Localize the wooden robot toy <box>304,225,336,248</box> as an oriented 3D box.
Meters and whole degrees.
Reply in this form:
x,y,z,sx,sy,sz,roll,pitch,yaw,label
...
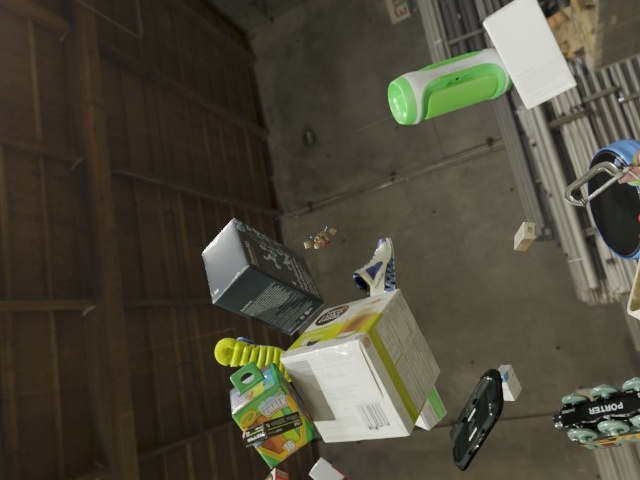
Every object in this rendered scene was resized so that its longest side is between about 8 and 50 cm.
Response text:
x,y,z,sx,sy,sz,roll,pitch,yaw,label
0.000,0.000,2.334,0.076,0.173,0.079,54,163,8,wooden robot toy

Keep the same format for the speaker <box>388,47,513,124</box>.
x,y,z,sx,sy,sz,roll,pitch,yaw,label
0.326,-0.386,1.209,0.131,0.296,0.131,160,90,-81,speaker

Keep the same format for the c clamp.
x,y,z,sx,sy,sz,roll,pitch,yaw,label
0.697,-0.139,1.215,0.022,0.160,0.137,35,-149,-25,c clamp

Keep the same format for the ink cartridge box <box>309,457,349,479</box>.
x,y,z,sx,sy,sz,roll,pitch,yaw,label
0.058,0.866,1.704,0.072,0.127,0.175,-47,-54,-25,ink cartridge box

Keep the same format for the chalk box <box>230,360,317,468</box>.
x,y,z,sx,sy,sz,roll,pitch,yaw,label
-0.171,0.526,1.540,0.289,0.180,0.179,57,174,-14,chalk box

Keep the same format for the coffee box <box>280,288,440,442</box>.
x,y,z,sx,sy,sz,roll,pitch,yaw,label
0.140,0.410,1.602,0.334,0.337,0.338,-39,-76,-52,coffee box

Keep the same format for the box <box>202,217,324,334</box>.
x,y,z,sx,sy,sz,roll,pitch,yaw,label
-0.225,0.145,1.879,0.395,0.212,0.293,31,-159,-38,box

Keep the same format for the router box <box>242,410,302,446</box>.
x,y,z,sx,sy,sz,roll,pitch,yaw,label
-0.119,0.468,1.200,0.122,0.092,0.038,2,-120,-48,router box

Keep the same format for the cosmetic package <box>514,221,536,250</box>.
x,y,z,sx,sy,sz,roll,pitch,yaw,label
0.717,-0.012,1.694,0.115,0.041,0.060,78,-159,-65,cosmetic package

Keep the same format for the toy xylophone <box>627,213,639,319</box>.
x,y,z,sx,sy,sz,roll,pitch,yaw,label
0.738,0.081,0.959,0.081,0.236,0.323,99,-164,-55,toy xylophone

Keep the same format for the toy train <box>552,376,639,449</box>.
x,y,z,sx,sy,sz,roll,pitch,yaw,label
0.830,0.488,1.337,0.190,0.334,0.142,31,-134,-25,toy train

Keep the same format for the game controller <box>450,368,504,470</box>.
x,y,z,sx,sy,sz,roll,pitch,yaw,label
0.460,0.529,1.417,0.166,0.067,0.319,-81,4,-58,game controller

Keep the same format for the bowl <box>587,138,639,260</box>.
x,y,z,sx,sy,sz,roll,pitch,yaw,label
0.969,-0.122,1.538,0.391,0.077,0.391,-12,-90,-82,bowl

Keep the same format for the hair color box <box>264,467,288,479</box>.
x,y,z,sx,sy,sz,roll,pitch,yaw,label
-0.109,0.622,1.136,0.043,0.072,0.141,32,-163,-17,hair color box

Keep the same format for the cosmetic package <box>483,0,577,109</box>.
x,y,z,sx,sy,sz,roll,pitch,yaw,label
0.479,-0.433,1.105,0.231,0.117,0.085,57,-148,-14,cosmetic package

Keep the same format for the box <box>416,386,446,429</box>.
x,y,z,sx,sy,sz,roll,pitch,yaw,label
0.371,0.635,2.048,0.126,0.231,0.262,-31,-79,-27,box

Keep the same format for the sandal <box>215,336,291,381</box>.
x,y,z,sx,sy,sz,roll,pitch,yaw,label
-0.224,0.432,1.795,0.138,0.317,0.126,68,-137,-86,sandal

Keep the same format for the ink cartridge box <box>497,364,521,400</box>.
x,y,z,sx,sy,sz,roll,pitch,yaw,label
0.801,0.608,2.063,0.088,0.052,0.122,-32,-82,-41,ink cartridge box

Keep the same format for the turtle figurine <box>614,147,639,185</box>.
x,y,z,sx,sy,sz,roll,pitch,yaw,label
0.886,-0.213,1.159,0.266,0.274,0.198,68,-139,-72,turtle figurine

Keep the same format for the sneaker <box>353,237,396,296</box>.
x,y,z,sx,sy,sz,roll,pitch,yaw,label
0.233,0.123,2.101,0.127,0.182,0.316,79,-169,-46,sneaker
